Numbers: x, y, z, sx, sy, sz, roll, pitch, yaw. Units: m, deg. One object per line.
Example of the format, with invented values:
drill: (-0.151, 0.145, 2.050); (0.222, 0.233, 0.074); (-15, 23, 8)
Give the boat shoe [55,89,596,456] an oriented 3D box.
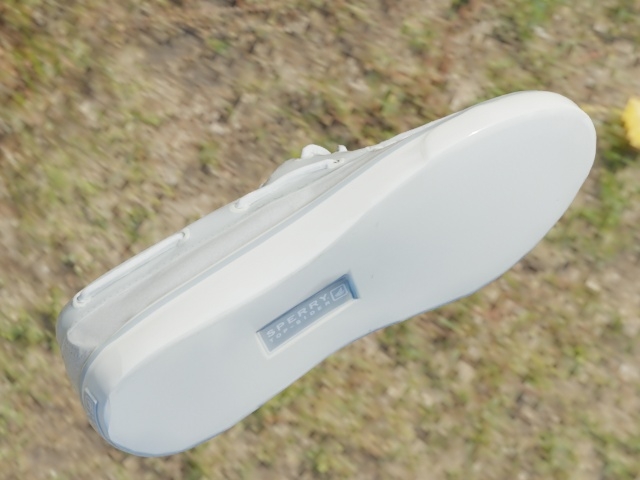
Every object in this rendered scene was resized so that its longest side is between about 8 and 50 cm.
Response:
boat shoe: (0.000, 0.000, 0.614); (0.184, 0.063, 0.066); (-35, 137, -6)
